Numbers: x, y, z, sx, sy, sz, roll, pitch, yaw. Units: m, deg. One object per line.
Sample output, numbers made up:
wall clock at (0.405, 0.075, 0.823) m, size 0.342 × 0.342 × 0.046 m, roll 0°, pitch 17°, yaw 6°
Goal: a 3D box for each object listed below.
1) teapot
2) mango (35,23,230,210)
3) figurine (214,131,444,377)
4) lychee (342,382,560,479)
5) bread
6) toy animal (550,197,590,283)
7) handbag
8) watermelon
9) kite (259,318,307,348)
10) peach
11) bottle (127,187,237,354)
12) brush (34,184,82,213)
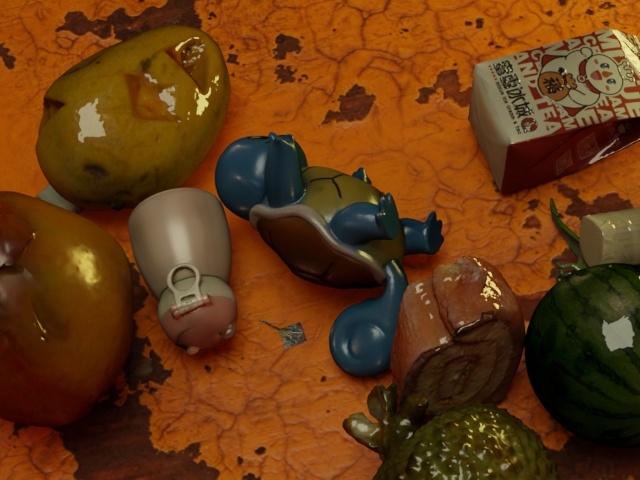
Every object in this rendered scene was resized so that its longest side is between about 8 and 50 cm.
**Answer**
teapot at (0.470, -0.015, 1.878) m, size 0.200 × 0.077 × 0.107 m, roll -8°, pitch 24°, yaw -12°
mango at (-0.285, -0.198, 2.063) m, size 0.253 × 0.182 × 0.365 m, roll 41°, pitch 60°, yaw -4°
figurine at (0.030, -0.020, 1.902) m, size 0.243 × 0.298 × 0.416 m, roll -45°, pitch 67°, yaw 23°
lychee at (0.170, 0.327, 1.629) m, size 0.270 × 0.270 × 0.320 m, roll -29°, pitch 98°, yaw -8°
bread at (0.186, 0.130, 1.761) m, size 0.190 × 0.244 × 0.123 m, roll -12°, pitch 52°, yaw -16°
toy animal at (0.361, 0.024, 1.904) m, size 0.075 × 0.041 × 0.217 m, roll -17°, pitch 54°, yaw -19°
handbag at (0.385, -0.199, 1.988) m, size 0.298 × 0.151 × 0.171 m, roll -15°, pitch 61°, yaw -8°
watermelon at (0.387, 0.148, 1.711) m, size 0.242 × 0.242 × 0.242 m, roll -4°, pitch 58°, yaw 7°
kite at (-0.051, 0.129, 1.936) m, size 0.044 × 0.002 × 0.078 m, roll -37°, pitch 60°, yaw -13°
peach at (-0.409, 0.086, 1.815) m, size 0.289 × 0.373 × 0.373 m, roll -10°, pitch 57°, yaw 7°
bottle at (-0.191, 0.055, 1.927) m, size 0.147 × 0.147 × 0.237 m, roll -17°, pitch 62°, yaw 0°
brush at (-0.353, -0.123, 2.136) m, size 0.336 × 0.020 × 0.085 m, roll -42°, pitch 60°, yaw -17°
